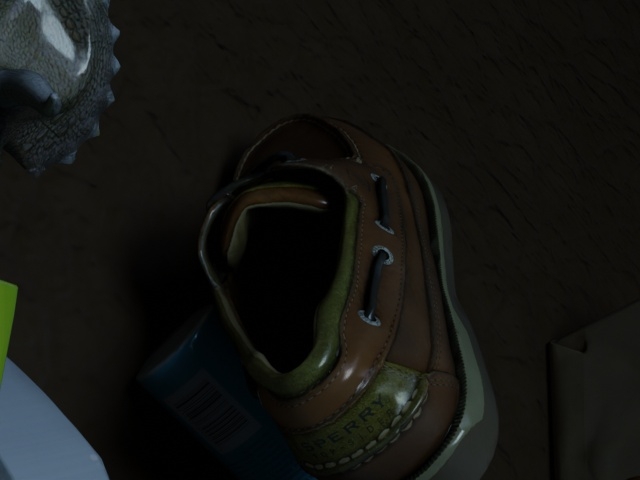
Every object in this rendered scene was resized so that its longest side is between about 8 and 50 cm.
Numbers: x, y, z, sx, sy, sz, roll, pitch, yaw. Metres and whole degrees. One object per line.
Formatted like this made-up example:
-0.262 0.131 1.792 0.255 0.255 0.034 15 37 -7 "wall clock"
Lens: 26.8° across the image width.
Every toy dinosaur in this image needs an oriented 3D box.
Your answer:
-0.166 -0.099 0.494 0.121 0.160 0.313 8 42 -48 "toy dinosaur"

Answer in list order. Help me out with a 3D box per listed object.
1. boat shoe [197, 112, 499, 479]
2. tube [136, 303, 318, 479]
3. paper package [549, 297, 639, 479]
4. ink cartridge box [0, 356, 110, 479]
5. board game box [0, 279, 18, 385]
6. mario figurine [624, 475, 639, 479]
0.000 0.000 0.655 0.104 0.110 0.307 43 11 -29 "boat shoe"
-0.002 0.122 0.667 0.207 0.080 0.052 47 55 -10 "tube"
0.320 0.218 0.911 0.325 0.168 0.309 37 39 -29 "paper package"
-0.218 0.059 0.426 0.308 0.091 0.385 -3 67 -52 "ink cartridge box"
-0.188 0.016 0.368 0.181 0.092 0.043 23 57 -31 "board game box"
0.044 0.220 0.557 0.320 0.170 0.198 -39 119 -34 "mario figurine"
